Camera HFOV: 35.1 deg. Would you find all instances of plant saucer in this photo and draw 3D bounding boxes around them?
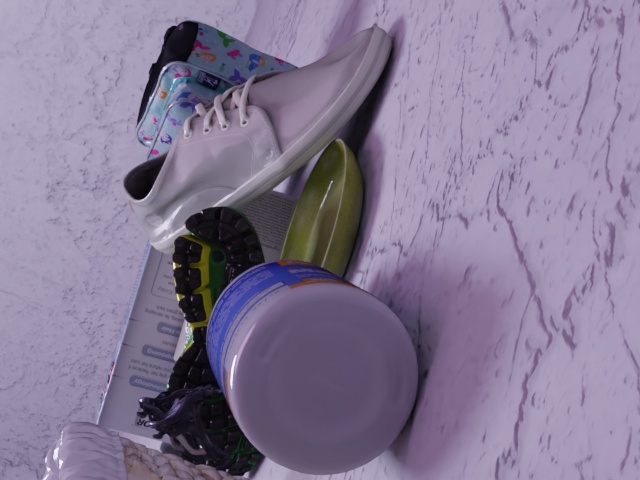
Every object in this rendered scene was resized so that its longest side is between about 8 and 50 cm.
[{"bbox_3d":[0.000,0.000,1.193,0.241,0.037,0.241,-162,90,-77],"label":"plant saucer"}]

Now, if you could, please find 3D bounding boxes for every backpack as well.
[{"bbox_3d":[-0.136,-0.187,1.530,0.225,0.253,0.191,130,150,-51],"label":"backpack"}]

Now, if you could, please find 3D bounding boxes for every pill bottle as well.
[{"bbox_3d":[-0.021,0.096,0.901,0.272,0.152,0.152,-155,82,-77],"label":"pill bottle"}]

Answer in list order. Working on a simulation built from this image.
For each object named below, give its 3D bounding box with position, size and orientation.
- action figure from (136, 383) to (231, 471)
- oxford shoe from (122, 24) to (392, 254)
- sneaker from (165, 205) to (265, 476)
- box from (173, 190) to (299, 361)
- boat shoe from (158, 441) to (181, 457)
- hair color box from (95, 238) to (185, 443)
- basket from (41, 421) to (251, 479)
[{"bbox_3d":[-0.109,0.292,1.071,0.164,0.140,0.276,-19,81,64],"label":"action figure"},{"bbox_3d":[-0.097,-0.136,1.295,0.449,0.130,0.169,-33,21,30],"label":"oxford shoe"},{"bbox_3d":[-0.108,0.127,1.256,0.146,0.134,0.344,-36,-49,-81],"label":"sneaker"},{"bbox_3d":[-0.120,0.058,1.461,0.094,0.113,0.275,174,114,-75],"label":"box"},{"bbox_3d":[-0.214,0.370,1.517,0.219,0.077,0.070,-116,46,-69],"label":"boat shoe"},{"bbox_3d":[-0.201,0.118,1.546,0.113,0.185,0.375,172,115,-75],"label":"hair color box"},{"bbox_3d":[-0.074,0.312,0.589,0.328,0.266,0.331,-179,105,-77],"label":"basket"}]
